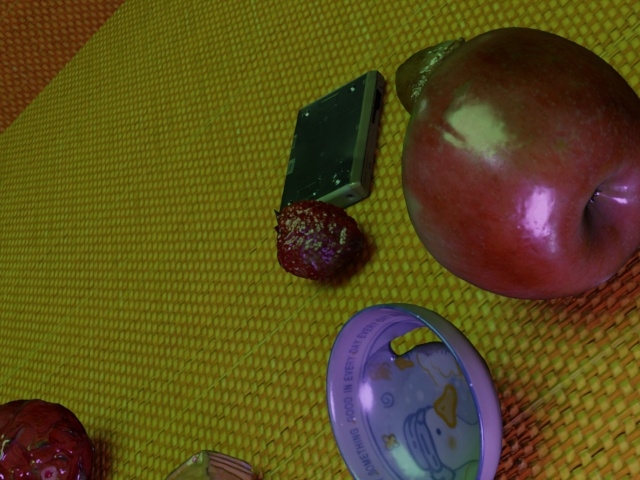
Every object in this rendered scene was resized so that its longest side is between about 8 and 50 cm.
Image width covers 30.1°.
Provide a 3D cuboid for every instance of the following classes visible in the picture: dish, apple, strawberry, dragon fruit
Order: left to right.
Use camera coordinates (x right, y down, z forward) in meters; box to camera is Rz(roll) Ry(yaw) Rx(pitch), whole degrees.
[{"bbox_3d":[-0.515,0.392,2.082,0.252,0.240,0.241,-48,29,40],"label":"dragon fruit"},{"bbox_3d":[-0.007,0.000,1.867,0.131,0.131,0.148,-60,24,-10],"label":"strawberry"},{"bbox_3d":[0.141,0.200,1.460,0.273,0.133,0.274,17,112,47],"label":"dish"},{"bbox_3d":[0.256,-0.086,1.421,0.277,0.319,0.319,23,78,39],"label":"apple"}]

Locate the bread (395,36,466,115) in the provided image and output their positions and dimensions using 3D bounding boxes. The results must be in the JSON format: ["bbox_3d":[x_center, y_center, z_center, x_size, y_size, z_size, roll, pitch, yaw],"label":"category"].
[{"bbox_3d":[0.164,-0.274,1.967,0.154,0.054,0.136,-56,28,-8],"label":"bread"}]

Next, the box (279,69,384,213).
[{"bbox_3d":[0.016,-0.156,2.057,0.210,0.045,0.270,-23,43,39],"label":"box"}]

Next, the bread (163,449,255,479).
[{"bbox_3d":[-0.152,0.427,1.654,0.152,0.119,0.288,-40,35,17],"label":"bread"}]
